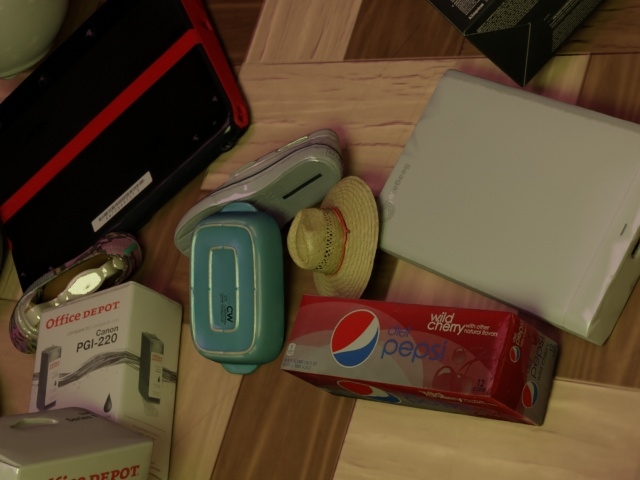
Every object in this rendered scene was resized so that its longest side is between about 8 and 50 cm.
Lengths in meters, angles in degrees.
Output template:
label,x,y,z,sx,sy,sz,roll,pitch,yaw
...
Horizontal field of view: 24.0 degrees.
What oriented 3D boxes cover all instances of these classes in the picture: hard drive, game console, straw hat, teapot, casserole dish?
label,x,y,z,sx,sy,sz,roll,pitch,yaw
hard drive,0.194,-0.042,1.462,0.307,0.040,0.203,24,85,45
game console,-0.274,-0.140,1.929,0.386,0.060,0.342,-40,52,19
straw hat,0.000,0.000,1.562,0.144,0.061,0.145,-22,65,58
teapot,-0.447,-0.298,2.027,0.256,0.187,0.252,-33,42,-30
casserole dish,-0.096,0.052,1.624,0.114,0.037,0.188,0,91,31

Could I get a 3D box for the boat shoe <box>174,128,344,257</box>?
label,x,y,z,sx,sy,sz,roll,pitch,yaw
boat shoe,-0.063,-0.049,1.681,0.226,0.083,0.076,-25,30,25

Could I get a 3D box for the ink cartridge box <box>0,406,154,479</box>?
label,x,y,z,sx,sy,sz,roll,pitch,yaw
ink cartridge box,-0.293,0.324,1.516,0.117,0.201,0.278,16,100,33

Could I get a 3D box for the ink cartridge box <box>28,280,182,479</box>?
label,x,y,z,sx,sy,sz,roll,pitch,yaw
ink cartridge box,-0.247,0.172,1.705,0.158,0.092,0.218,-17,56,34

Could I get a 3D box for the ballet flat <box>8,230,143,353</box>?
label,x,y,z,sx,sy,sz,roll,pitch,yaw
ballet flat,-0.308,0.068,1.816,0.221,0.079,0.077,-36,93,18

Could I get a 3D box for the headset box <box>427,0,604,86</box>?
label,x,y,z,sx,sy,sz,roll,pitch,yaw
headset box,0.186,-0.328,1.556,0.218,0.110,0.293,-47,40,10

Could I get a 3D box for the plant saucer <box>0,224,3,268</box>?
label,x,y,z,sx,sy,sz,roll,pitch,yaw
plant saucer,-0.465,0.031,1.998,0.195,0.037,0.195,-22,60,45

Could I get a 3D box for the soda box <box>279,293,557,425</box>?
label,x,y,z,sx,sy,sz,roll,pitch,yaw
soda box,0.091,0.111,1.434,0.263,0.092,0.083,3,69,43
